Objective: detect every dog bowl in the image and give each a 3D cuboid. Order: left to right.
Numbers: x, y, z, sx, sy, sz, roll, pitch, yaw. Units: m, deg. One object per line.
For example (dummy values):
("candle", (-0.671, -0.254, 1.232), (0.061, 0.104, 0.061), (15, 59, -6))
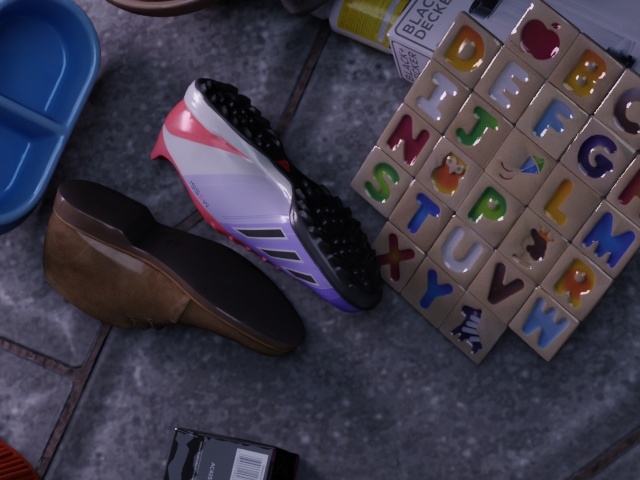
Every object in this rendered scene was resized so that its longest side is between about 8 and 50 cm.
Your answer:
("dog bowl", (-0.341, -0.144, 1.517), (0.166, 0.074, 0.297), (27, 80, -23))

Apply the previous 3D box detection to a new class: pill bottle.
("pill bottle", (0.049, -0.248, 1.524), (0.116, 0.065, 0.065), (24, 82, 13))

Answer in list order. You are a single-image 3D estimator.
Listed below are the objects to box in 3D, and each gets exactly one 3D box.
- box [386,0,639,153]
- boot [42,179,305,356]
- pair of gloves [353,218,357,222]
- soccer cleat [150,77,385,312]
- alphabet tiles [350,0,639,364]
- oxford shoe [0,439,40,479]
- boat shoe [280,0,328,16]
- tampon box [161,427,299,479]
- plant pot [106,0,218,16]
("box", (0.233, -0.193, 1.435), (0.290, 0.087, 0.169), (31, 76, 26))
("boot", (-0.160, 0.055, 1.491), (0.305, 0.112, 0.115), (29, 114, 10))
("pair of gloves", (0.000, 0.000, 1.505), (0.083, 0.010, 0.074), (23, 82, 14))
("soccer cleat", (-0.058, -0.029, 1.479), (0.318, 0.108, 0.116), (50, 114, 18))
("alphabet tiles", (0.185, -0.053, 1.388), (0.285, 0.011, 0.342), (43, 120, 19))
("oxford shoe", (-0.376, 0.256, 1.479), (0.098, 0.097, 0.271), (-46, 69, 18))
("boat shoe", (0.058, -0.367, 1.525), (0.335, 0.095, 0.112), (-42, 41, -25))
("tampon box", (-0.091, 0.256, 1.384), (0.101, 0.161, 0.120), (11, 81, 11))
("plant pot", (-0.162, -0.349, 1.558), (0.237, 0.110, 0.237), (-2, 76, 9))
